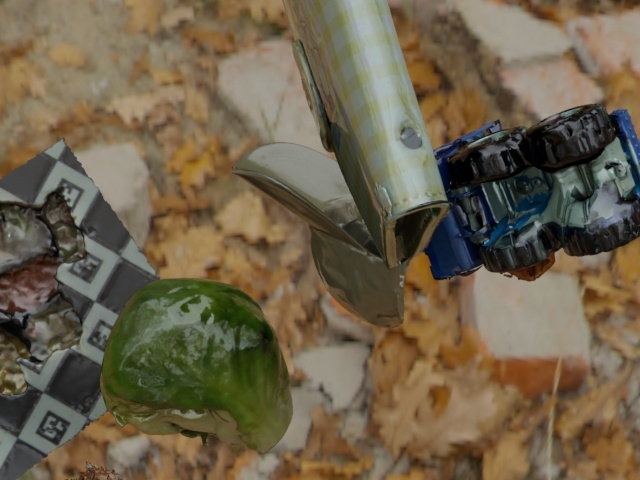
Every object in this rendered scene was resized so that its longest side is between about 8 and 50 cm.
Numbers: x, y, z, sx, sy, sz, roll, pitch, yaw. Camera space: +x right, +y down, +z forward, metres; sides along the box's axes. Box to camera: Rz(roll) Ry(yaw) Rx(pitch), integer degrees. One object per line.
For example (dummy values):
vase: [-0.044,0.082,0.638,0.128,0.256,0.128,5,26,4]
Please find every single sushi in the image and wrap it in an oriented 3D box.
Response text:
sushi: [-0.319,0.082,1.799,0.294,0.059,0.292,-33,87,1]

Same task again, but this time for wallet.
wallet: [0.026,-0.141,1.252,0.077,0.223,0.310,-14,77,-8]

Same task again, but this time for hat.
hat: [0.000,0.000,1.435,0.173,0.144,0.166,11,20,7]

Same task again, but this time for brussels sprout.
brussels sprout: [-0.102,0.105,1.403,0.183,0.131,0.145,18,78,-31]

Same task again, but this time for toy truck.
toy truck: [0.174,-0.046,1.342,0.208,0.113,0.126,-13,14,37]

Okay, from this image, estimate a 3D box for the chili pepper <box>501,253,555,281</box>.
chili pepper: [0.237,-0.043,1.843,0.065,0.088,0.169,6,53,0]

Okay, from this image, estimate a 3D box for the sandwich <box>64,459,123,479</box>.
sandwich: [-0.274,0.380,2.006,0.079,0.159,0.235,-23,67,-36]
